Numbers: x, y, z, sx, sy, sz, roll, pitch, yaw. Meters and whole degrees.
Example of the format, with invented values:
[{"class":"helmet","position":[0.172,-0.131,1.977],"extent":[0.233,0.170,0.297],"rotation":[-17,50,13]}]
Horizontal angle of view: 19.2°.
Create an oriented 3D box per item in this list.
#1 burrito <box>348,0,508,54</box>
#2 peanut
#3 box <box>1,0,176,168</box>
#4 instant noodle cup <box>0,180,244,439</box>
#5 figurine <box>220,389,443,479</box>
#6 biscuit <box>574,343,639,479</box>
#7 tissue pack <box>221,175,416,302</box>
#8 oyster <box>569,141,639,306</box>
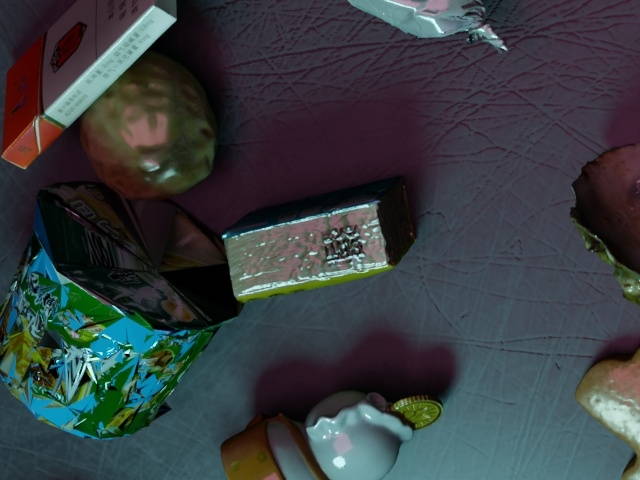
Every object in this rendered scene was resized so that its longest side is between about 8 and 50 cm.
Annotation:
[{"class":"burrito","position":[-0.002,-0.306,1.799],"extent":[0.445,0.139,0.101],"rotation":[34,123,8]},{"class":"peanut","position":[-0.175,-0.118,1.902],"extent":[0.140,0.109,0.159],"rotation":[-14,83,7]},{"class":"box","position":[-0.230,-0.191,1.873],"extent":[0.035,0.139,0.245],"rotation":[32,125,-31]},{"class":"instant noodle cup","position":[-0.214,0.076,1.895],"extent":[0.240,0.240,0.178],"rotation":[35,117,7]},{"class":"figurine","position":[-0.002,0.226,1.901],"extent":[0.271,0.143,0.143],"rotation":[-16,95,19]},{"class":"biscuit","position":[0.405,0.200,1.826],"extent":[0.284,0.043,0.306],"rotation":[-15,96,18]},{"class":"tissue pack","position":[0.000,0.000,1.865],"extent":[0.169,0.120,0.082],"rotation":[-13,100,16]},{"class":"oyster","position":[0.353,0.074,1.718],"extent":[0.396,0.204,0.111],"rotation":[50,132,19]}]
